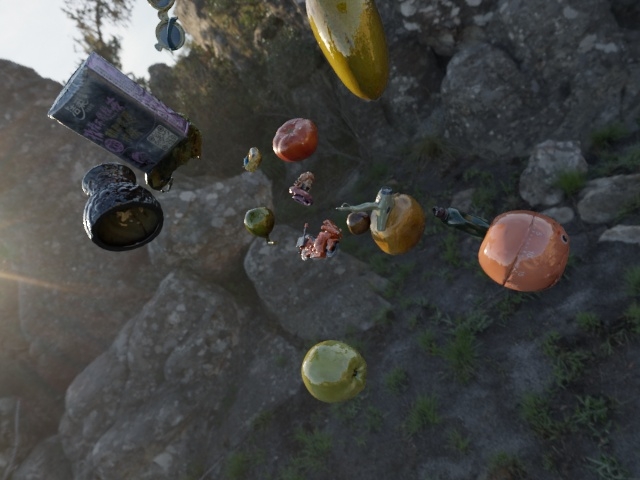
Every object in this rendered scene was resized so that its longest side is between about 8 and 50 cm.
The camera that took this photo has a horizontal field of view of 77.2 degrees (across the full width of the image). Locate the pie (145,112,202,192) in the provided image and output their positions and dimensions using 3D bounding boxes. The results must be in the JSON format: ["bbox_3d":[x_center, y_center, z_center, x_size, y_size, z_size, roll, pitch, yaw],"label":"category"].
[{"bbox_3d":[-0.633,-0.391,1.713,0.078,0.296,0.371,18,53,15],"label":"pie"}]

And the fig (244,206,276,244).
[{"bbox_3d":[-0.280,-0.074,1.955,0.148,0.186,0.142,-13,18,28],"label":"fig"}]

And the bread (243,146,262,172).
[{"bbox_3d":[-0.242,-0.292,1.449,0.072,0.053,0.106,-51,28,19],"label":"bread"}]

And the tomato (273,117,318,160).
[{"bbox_3d":[-0.124,-0.515,2.095,0.260,0.180,0.259,-24,39,22],"label":"tomato"}]

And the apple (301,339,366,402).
[{"bbox_3d":[0.043,0.400,1.230,0.200,0.200,0.200,-35,25,18],"label":"apple"}]

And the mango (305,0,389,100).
[{"bbox_3d":[0.095,-0.673,1.313,0.221,0.445,0.301,-20,9,0],"label":"mango"}]

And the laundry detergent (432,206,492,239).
[{"bbox_3d":[0.501,-0.070,1.424,0.078,0.222,0.144,-67,20,12],"label":"laundry detergent"}]

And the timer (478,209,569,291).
[{"bbox_3d":[0.578,0.029,1.141,0.215,0.229,0.229,23,59,17],"label":"timer"}]

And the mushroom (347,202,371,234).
[{"bbox_3d":[0.148,-0.085,1.462,0.073,0.088,0.129,109,-173,-83],"label":"mushroom"}]

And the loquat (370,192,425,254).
[{"bbox_3d":[0.299,-0.062,1.536,0.238,0.238,0.193,-52,24,-21],"label":"loquat"}]

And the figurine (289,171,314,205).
[{"bbox_3d":[-0.083,-0.242,1.844,0.114,0.126,0.157,-8,72,31],"label":"figurine"}]

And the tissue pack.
[{"bbox_3d":[-0.661,-0.405,1.341,0.259,0.361,0.122,-32,44,27],"label":"tissue pack"}]

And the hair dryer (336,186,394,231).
[{"bbox_3d":[0.160,-0.081,1.352,0.199,0.167,0.067,-21,40,-6],"label":"hair dryer"}]

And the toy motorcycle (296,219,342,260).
[{"bbox_3d":[0.000,0.000,2.227,0.326,0.148,0.221,-11,60,49],"label":"toy motorcycle"}]

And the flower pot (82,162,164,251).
[{"bbox_3d":[-0.758,-0.138,1.506,0.266,0.266,0.267,-40,62,6],"label":"flower pot"}]

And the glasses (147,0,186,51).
[{"bbox_3d":[-0.384,-0.602,1.027,0.088,0.189,0.220,-19,21,-28],"label":"glasses"}]
